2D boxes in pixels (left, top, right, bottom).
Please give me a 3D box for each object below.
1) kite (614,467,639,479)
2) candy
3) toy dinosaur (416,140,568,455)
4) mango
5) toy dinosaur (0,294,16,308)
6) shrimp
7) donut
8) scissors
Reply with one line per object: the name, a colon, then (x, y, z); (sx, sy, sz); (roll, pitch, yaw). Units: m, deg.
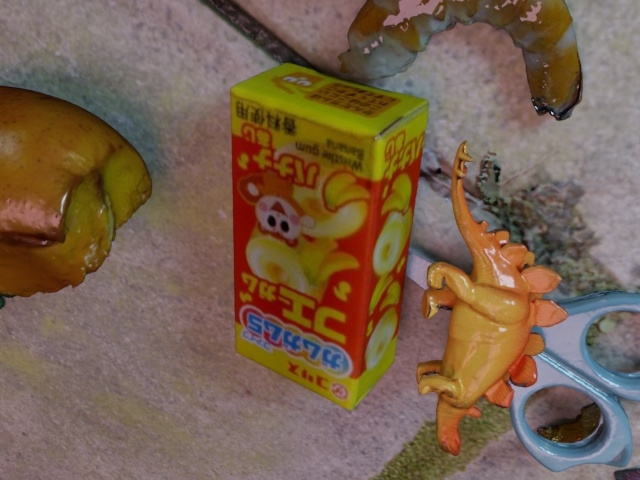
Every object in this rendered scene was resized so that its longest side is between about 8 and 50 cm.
kite: (0.469, 0.260, 0.655); (0.361, 0.022, 0.204); (-27, 108, 35)
candy: (0.000, 0.000, 0.618); (0.146, 0.088, 0.276); (22, 128, 24)
toy dinosaur: (0.144, 0.061, 0.598); (0.117, 0.070, 0.288); (6, 108, 5)
mango: (-0.325, -0.048, 0.705); (0.350, 0.201, 0.198); (5, 87, 29)
toy dinosaur: (-0.401, 0.047, 0.888); (0.060, 0.029, 0.120); (36, 124, -22)
shrimp: (0.110, -0.138, 0.538); (0.161, 0.049, 0.166); (-34, 111, 34)
donut: (0.250, 0.187, 0.689); (0.083, 0.038, 0.067); (-6, 121, 24)
scissors: (0.153, 0.064, 0.646); (0.360, 0.029, 0.191); (34, 111, 8)
